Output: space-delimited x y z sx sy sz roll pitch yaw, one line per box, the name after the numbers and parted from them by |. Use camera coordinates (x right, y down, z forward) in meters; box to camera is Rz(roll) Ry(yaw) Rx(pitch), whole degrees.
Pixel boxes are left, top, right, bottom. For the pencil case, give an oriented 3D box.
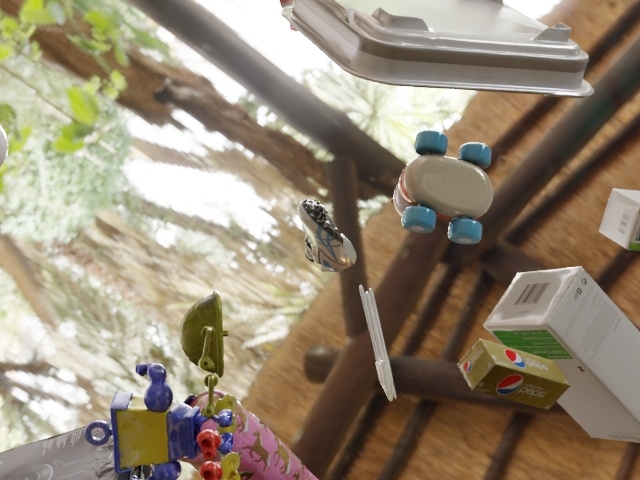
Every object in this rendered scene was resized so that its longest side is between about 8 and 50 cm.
-0.146 0.459 1.974 0.167 0.386 0.160 11 -120 43 | pencil case

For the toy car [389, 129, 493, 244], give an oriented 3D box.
0.254 -0.098 2.209 0.238 0.210 0.219 143 -41 -69 | toy car

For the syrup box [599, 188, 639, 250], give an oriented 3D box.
0.670 -0.035 1.895 0.096 0.237 0.093 -133 -128 -59 | syrup box

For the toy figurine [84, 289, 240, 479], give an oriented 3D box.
-0.241 0.261 1.407 0.191 0.217 0.362 -75 164 -74 | toy figurine

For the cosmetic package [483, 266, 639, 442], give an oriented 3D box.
0.527 0.228 1.929 0.155 0.365 0.197 -52 -163 -24 | cosmetic package

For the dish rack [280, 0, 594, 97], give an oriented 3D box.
0.144 -0.259 1.179 0.285 0.333 0.072 -126 -139 -52 | dish rack

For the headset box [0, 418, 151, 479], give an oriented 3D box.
-0.425 0.438 1.635 0.283 0.131 0.246 -17 -157 3 | headset box

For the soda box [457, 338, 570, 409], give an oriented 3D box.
0.307 0.212 1.540 0.061 0.181 0.058 -54 -141 24 | soda box

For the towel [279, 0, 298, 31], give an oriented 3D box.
-0.057 -0.423 1.605 0.029 0.197 0.144 -36 -153 -10 | towel

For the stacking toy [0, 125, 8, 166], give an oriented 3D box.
-0.691 -0.072 1.581 0.351 0.350 0.480 -37 -167 44 | stacking toy

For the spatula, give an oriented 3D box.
0.123 0.211 2.019 0.019 0.241 0.168 -14 170 11 | spatula

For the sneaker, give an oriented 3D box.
0.000 0.000 1.816 0.086 0.237 0.085 -28 -121 5 | sneaker
